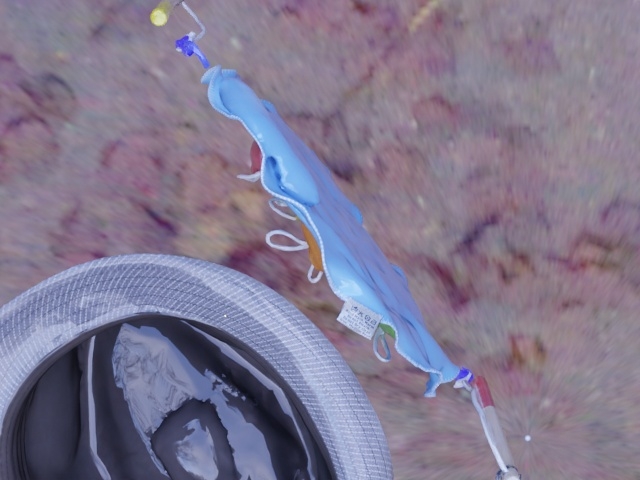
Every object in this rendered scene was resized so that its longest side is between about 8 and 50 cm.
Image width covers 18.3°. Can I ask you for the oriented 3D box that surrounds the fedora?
[{"bbox_3d":[-0.085,0.121,1.170,0.244,0.124,0.275,-37,102,10],"label":"fedora"}]

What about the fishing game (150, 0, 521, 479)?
[{"bbox_3d":[0.000,0.000,0.893,0.041,0.189,0.264,-36,104,7],"label":"fishing game"}]
